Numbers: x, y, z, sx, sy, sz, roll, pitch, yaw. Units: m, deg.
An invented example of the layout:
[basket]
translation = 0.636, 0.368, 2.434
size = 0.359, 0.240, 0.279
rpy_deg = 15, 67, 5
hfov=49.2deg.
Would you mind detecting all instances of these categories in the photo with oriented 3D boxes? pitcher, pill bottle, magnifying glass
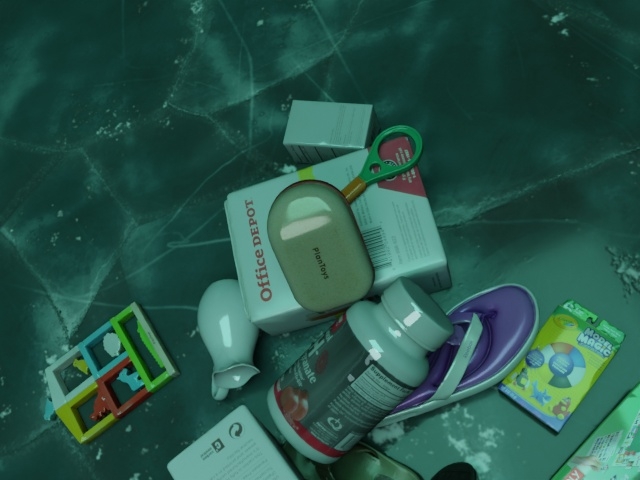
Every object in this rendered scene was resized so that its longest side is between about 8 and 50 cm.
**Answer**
[pitcher]
translation = -0.189, 0.199, 1.398
size = 0.125, 0.178, 0.207
rpy_deg = 10, 50, -27
[pill bottle]
translation = 0.072, 0.216, 1.196
size = 0.318, 0.176, 0.176
rpy_deg = -46, 65, 14
[magnifying glass]
translation = 0.097, -0.126, 1.310
size = 0.231, 0.026, 0.092
rpy_deg = -42, 65, -6

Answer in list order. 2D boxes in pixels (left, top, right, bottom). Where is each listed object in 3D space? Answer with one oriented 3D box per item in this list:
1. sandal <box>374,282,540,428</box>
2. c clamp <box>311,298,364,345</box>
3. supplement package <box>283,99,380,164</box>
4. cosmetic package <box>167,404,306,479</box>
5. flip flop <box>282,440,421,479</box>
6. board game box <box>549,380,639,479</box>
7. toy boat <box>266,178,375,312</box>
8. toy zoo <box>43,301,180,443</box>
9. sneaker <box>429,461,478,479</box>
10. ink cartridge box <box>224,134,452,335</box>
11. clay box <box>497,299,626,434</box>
[sandal]
translation = 0.213, 0.213, 1.267
size = 0.416, 0.102, 0.169
rpy_deg = -34, 53, 5
[c clamp]
translation = 0.044, 0.184, 1.335
size = 0.160, 0.137, 0.022
rpy_deg = -37, 43, 6
[supplement package]
translation = 0.026, -0.225, 1.490
size = 0.179, 0.105, 0.105
rpy_deg = 7, 74, 17
[cosmetic package]
translation = -0.034, 0.507, 1.108
size = 0.161, 0.230, 0.453
rpy_deg = -37, 61, -10
[flip flop]
translation = 0.053, 0.416, 1.271
size = 0.277, 0.080, 0.112
rpy_deg = 19, 77, 23
[board game box]
translation = 0.506, 0.416, 1.136
size = 0.213, 0.046, 0.317
rpy_deg = 43, 97, 25
[toy boat]
translation = 0.000, 0.000, 1.227
size = 0.151, 0.151, 0.231
rpy_deg = -19, 111, 8
[toy zoo]
translation = -0.462, 0.292, 1.484
size = 0.293, 0.030, 0.192
rpy_deg = -38, 66, 1
[sneaker]
translation = 0.233, 0.536, 1.164
size = 0.123, 0.178, 0.295
rpy_deg = -17, 26, 37
[ink cartridge box]
translation = 0.033, -0.002, 1.380
size = 0.384, 0.160, 0.279
rpy_deg = -16, 67, 8
[clay box]
translation = 0.434, 0.217, 1.252
size = 0.127, 0.053, 0.222
rpy_deg = 35, 84, 24
